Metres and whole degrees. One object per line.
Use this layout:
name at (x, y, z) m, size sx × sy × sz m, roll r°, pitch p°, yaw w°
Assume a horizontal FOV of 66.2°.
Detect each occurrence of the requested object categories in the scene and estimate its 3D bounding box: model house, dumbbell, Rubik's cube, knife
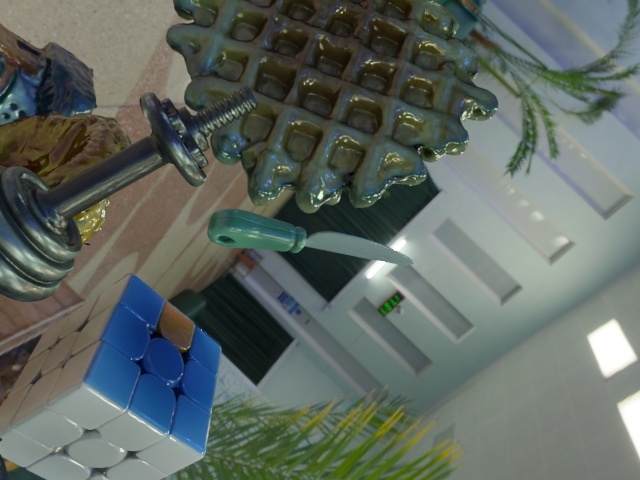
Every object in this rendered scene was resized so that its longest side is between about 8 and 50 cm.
model house at (-0.532, -0.228, 0.731) m, size 0.253 × 0.185 × 0.291 m, roll -40°, pitch 137°, yaw 11°
dumbbell at (-0.162, -0.049, 0.374) m, size 0.254 × 0.110 × 0.110 m, roll -32°, pitch 177°, yaw -5°
Rubik's cube at (-0.412, 0.302, 1.000) m, size 0.291 × 0.290 × 0.292 m, roll -32°, pitch -149°, yaw 17°
knife at (0.000, -0.001, 0.575) m, size 0.063 × 0.260 × 0.035 m, roll 126°, pitch -31°, yaw -60°

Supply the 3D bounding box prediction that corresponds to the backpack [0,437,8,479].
backpack at (-0.518, 0.235, 0.540) m, size 0.283 × 0.317 × 0.197 m, roll -28°, pitch 138°, yaw -21°

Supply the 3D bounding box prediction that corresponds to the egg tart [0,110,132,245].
egg tart at (-0.345, -0.049, 0.566) m, size 0.295 × 0.294 × 0.116 m, roll -45°, pitch 138°, yaw -33°

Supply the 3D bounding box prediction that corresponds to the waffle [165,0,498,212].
waffle at (0.007, -0.179, 0.494) m, size 0.291 × 0.309 × 0.056 m, roll -27°, pitch 170°, yaw -11°
